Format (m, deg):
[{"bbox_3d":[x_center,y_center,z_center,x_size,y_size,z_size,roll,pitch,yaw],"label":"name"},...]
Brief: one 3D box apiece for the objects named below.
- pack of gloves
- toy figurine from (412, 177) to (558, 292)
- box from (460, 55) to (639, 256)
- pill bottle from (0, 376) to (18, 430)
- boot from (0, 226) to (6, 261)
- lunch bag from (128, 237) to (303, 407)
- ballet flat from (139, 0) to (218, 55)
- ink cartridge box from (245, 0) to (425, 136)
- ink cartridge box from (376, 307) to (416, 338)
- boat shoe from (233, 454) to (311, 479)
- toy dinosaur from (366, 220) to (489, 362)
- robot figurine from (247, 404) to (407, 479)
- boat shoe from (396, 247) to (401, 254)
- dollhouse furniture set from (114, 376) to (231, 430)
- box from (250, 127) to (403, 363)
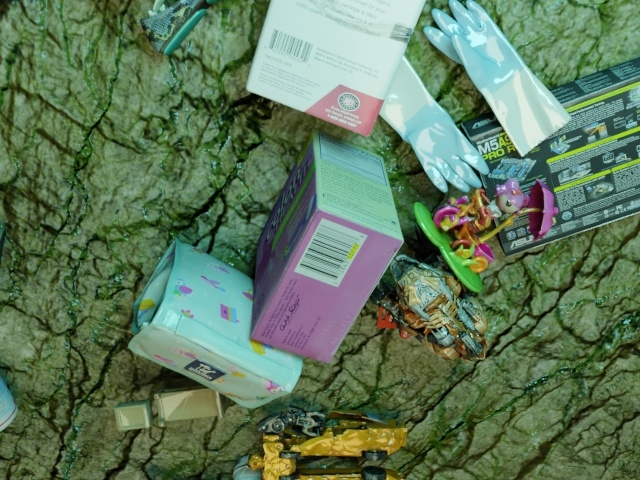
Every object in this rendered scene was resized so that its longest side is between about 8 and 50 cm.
[{"bbox_3d":[0.182,-0.185,0.907,0.195,0.046,0.232,-40,94,17],"label":"pack of gloves"},{"bbox_3d":[0.238,-0.034,0.938,0.159,0.130,0.173,-34,126,22],"label":"toy figurine"},{"bbox_3d":[0.365,-0.116,0.992,0.270,0.060,0.216,-20,120,10],"label":"box"},{"bbox_3d":[-0.595,0.254,1.179,0.087,0.087,0.160,-10,121,5],"label":"pill bottle"},{"bbox_3d":[-0.604,0.025,1.045,0.208,0.076,0.190,14,106,-18],"label":"boot"},{"bbox_3d":[-0.151,0.126,0.990,0.223,0.262,0.160,32,92,-18],"label":"lunch bag"},{"bbox_3d":[-0.155,-0.314,0.856,0.188,0.070,0.070,-38,115,16],"label":"ballet flat"},{"bbox_3d":[0.028,-0.276,0.845,0.171,0.100,0.237,21,120,-2],"label":"ink cartridge box"},{"bbox_3d":[0.156,0.134,1.158,0.115,0.029,0.063,2,122,-3],"label":"ink cartridge box"},{"bbox_3d":[-0.043,0.497,1.343,0.267,0.088,0.096,21,119,-14],"label":"boat shoe"},{"bbox_3d":[0.167,0.108,1.005,0.164,0.218,0.322,-29,136,-13],"label":"toy dinosaur"},{"bbox_3d":[0.012,0.406,1.268,0.290,0.085,0.211,2,94,-2],"label":"robot figurine"},{"bbox_3d":[0.077,0.031,1.086,0.125,0.038,0.046,-33,117,17],"label":"boat shoe"},{"bbox_3d":[-0.261,0.225,1.189,0.181,0.101,0.161,-7,97,3],"label":"dollhouse furniture set"},{"bbox_3d":[0.000,0.000,0.945,0.117,0.243,0.214,21,119,-14],"label":"box"}]
